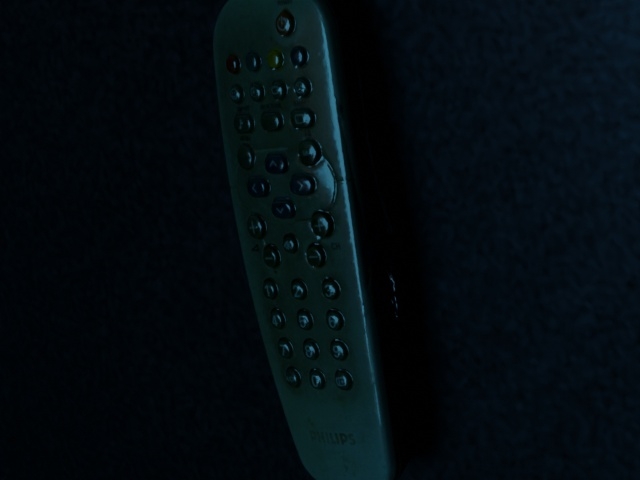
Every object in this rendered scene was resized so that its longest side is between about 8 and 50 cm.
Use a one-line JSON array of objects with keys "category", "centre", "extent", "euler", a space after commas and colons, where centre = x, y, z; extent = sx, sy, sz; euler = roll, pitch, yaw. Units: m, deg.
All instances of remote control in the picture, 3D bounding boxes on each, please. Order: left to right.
[{"category": "remote control", "centre": [0.000, 0.000, 0.757], "extent": [0.072, 0.042, 0.222], "euler": [-1, 103, 42]}]
